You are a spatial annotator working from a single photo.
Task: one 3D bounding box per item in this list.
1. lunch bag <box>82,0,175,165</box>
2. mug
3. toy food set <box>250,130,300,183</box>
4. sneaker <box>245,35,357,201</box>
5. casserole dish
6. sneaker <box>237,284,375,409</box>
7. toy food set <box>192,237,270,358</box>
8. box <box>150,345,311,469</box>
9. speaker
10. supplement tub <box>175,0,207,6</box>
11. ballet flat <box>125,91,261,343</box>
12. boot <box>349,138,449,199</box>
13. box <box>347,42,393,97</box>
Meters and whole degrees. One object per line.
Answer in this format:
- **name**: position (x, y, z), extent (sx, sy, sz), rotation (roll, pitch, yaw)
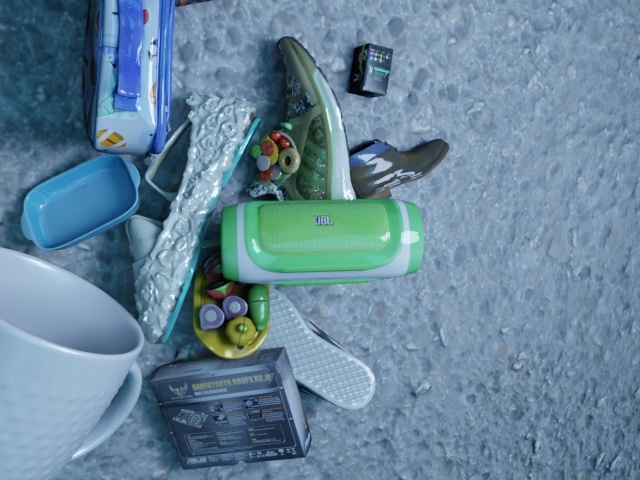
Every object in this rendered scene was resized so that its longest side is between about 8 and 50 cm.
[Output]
- **lunch bag**: position (-0.261, -0.256, 0.787), extent (0.114, 0.243, 0.304), rotation (0, 98, -24)
- **mug**: position (-0.417, 0.226, 0.807), extent (0.328, 0.276, 0.374), rotation (-58, 146, 3)
- **toy food set**: position (-0.073, -0.134, 0.926), extent (0.020, 0.082, 0.083), rotation (-15, 74, -59)
- **sneaker**: position (-0.045, -0.131, 0.974), extent (0.181, 0.158, 0.411), rotation (-13, 99, -4)
- **casserole dish**: position (-0.351, -0.054, 0.857), extent (0.188, 0.037, 0.114), rotation (-27, 70, -3)
- **sneaker**: position (-0.055, 0.191, 1.033), extent (0.321, 0.127, 0.126), rotation (39, 77, 0)
- **toy food set**: position (-0.142, 0.079, 0.938), extent (0.128, 0.071, 0.218), rotation (1, 68, -15)
- **box**: position (-0.148, 0.285, 0.968), extent (0.230, 0.056, 0.183), rotation (-12, 105, 13)
- **speaker**: position (0.000, 0.000, 0.880), extent (0.296, 0.131, 0.131), rotation (-2, 100, -6)
- **supplement tub**: position (-0.147, -0.431, 0.886), extent (0.197, 0.106, 0.106), rotation (-20, 106, -20)
- **ballet flat**: position (-0.226, -0.048, 0.911), extent (0.146, 0.147, 0.409), rotation (25, 82, -26)
- **boot**: position (0.141, -0.158, 1.077), extent (0.219, 0.082, 0.106), rotation (-35, 114, -14)
- **box**: position (0.090, -0.306, 1.038), extent (0.052, 0.062, 0.083), rotation (5, 96, -24)
